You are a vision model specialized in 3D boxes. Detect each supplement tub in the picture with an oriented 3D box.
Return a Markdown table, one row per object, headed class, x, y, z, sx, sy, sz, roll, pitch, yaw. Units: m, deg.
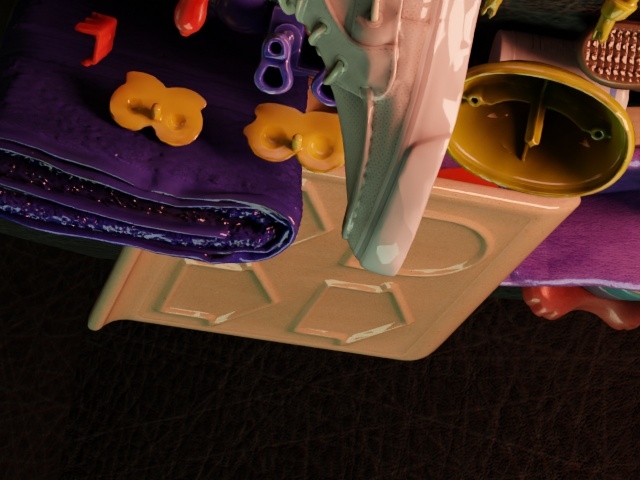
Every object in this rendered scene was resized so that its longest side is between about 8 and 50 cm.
| class | x | y | z | sx | sy | sz | roll | pitch | yaw |
| --- | --- | --- | --- | --- | --- | --- | --- | --- | --- |
| supplement tub | 0.189 | -0.127 | 1.304 | 0.107 | 0.071 | 0.071 | 8 | 174 | -3 |

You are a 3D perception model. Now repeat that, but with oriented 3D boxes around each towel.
| class | x | y | z | sx | sy | sz | roll | pitch | yaw |
| --- | --- | --- | --- | --- | --- | --- | --- | --- | --- |
| towel | -0.123 | -0.098 | 1.165 | 0.228 | 0.076 | 0.308 | 15 | -147 | -8 |

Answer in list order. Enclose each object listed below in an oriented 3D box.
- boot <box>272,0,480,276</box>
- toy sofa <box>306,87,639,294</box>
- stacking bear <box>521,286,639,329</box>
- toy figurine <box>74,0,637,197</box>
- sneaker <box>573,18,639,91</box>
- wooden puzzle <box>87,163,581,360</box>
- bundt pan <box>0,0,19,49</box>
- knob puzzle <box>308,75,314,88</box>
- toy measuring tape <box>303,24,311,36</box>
| class | x | y | z | sx | sy | sz | roll | pitch | yaw |
| --- | --- | --- | --- | --- | --- | --- | --- | --- | --- |
| boot | 0.016 | -0.117 | 0.843 | 0.123 | 0.258 | 0.095 | 13 | -173 | -4 |
| toy sofa | 0.154 | -0.044 | 1.471 | 0.363 | 0.177 | 0.150 | 1 | 171 | 22 |
| stacking bear | 0.363 | -0.015 | 1.682 | 0.175 | 0.164 | 0.289 | 9 | 163 | -31 |
| toy figurine | 0.039 | -0.166 | 1.107 | 0.363 | 0.191 | 0.217 | 11 | -158 | 4 |
| sneaker | 0.284 | -0.133 | 1.230 | 0.188 | 0.066 | 0.071 | 14 | -170 | -1 |
| wooden puzzle | 0.000 | 0.000 | 1.384 | 0.348 | 0.080 | 0.322 | 5 | 153 | -18 |
| bundt pan | -0.224 | -0.147 | 1.444 | 0.331 | 0.124 | 0.331 | 10 | 173 | 1 |
| knob puzzle | 0.019 | -0.150 | 1.520 | 0.213 | 0.030 | 0.213 | 8 | 173 | 1 |
| toy measuring tape | 0.086 | -0.166 | 0.918 | 0.330 | 0.121 | 0.121 | 1 | 173 | 9 |
